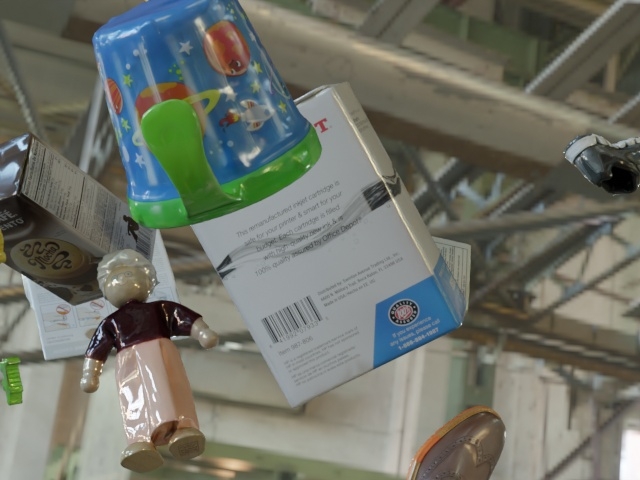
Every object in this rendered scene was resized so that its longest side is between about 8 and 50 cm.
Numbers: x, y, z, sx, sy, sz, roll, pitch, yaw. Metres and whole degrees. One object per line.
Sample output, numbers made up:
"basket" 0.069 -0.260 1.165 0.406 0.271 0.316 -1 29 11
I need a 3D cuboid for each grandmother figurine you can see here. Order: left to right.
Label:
"grandmother figurine" -0.253 0.157 1.851 0.208 0.342 0.104 -12 -33 -14

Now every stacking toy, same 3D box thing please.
"stacking toy" -0.445 0.097 1.505 0.167 0.221 0.052 -7 -7 -37

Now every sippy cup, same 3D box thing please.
"sippy cup" -0.143 -0.163 1.437 0.240 0.224 0.305 -30 21 -25

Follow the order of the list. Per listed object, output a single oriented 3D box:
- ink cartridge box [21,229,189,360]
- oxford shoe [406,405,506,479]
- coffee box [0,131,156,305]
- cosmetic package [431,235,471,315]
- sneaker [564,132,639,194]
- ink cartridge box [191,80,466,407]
"ink cartridge box" -0.470 0.108 2.725 0.308 0.385 0.091 -8 -41 -17
"oxford shoe" 0.183 0.397 1.833 0.130 0.363 0.133 45 -24 -23
"coffee box" -0.416 -0.025 1.971 0.168 0.119 0.297 -17 -37 30
"cosmetic package" 0.123 0.066 2.394 0.296 0.153 0.129 14 -29 -10
"sneaker" 0.516 -0.120 2.155 0.234 0.106 0.078 1 -39 -40
"ink cartridge box" 0.000 0.000 1.883 0.285 0.395 0.166 -27 4 14
